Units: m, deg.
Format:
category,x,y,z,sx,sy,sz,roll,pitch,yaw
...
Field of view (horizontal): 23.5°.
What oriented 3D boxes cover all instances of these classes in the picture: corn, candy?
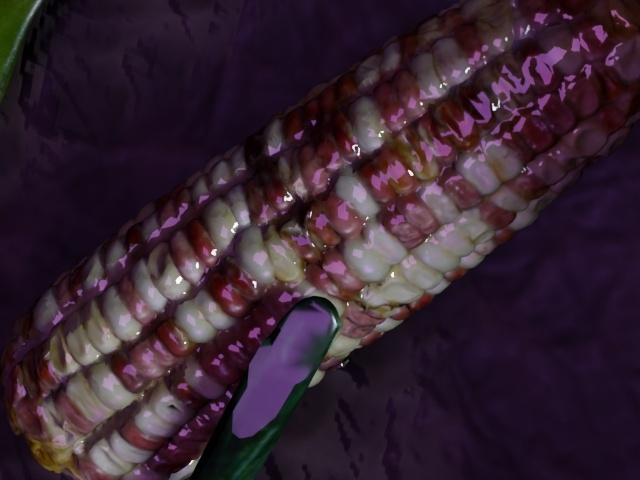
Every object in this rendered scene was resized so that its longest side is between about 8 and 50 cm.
category,x,y,z,sx,sy,sz,roll,pitch,yaw
corn,0.000,0.000,0.451,0.237,0.079,0.079,-34,88,22
candy,-0.062,0.140,0.487,0.097,0.097,0.323,35,123,12

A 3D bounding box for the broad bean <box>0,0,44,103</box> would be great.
category,x,y,z,sx,sy,sz,roll,pitch,yaw
broad bean,-0.142,-0.057,0.516,0.227,0.039,0.069,-38,81,28
